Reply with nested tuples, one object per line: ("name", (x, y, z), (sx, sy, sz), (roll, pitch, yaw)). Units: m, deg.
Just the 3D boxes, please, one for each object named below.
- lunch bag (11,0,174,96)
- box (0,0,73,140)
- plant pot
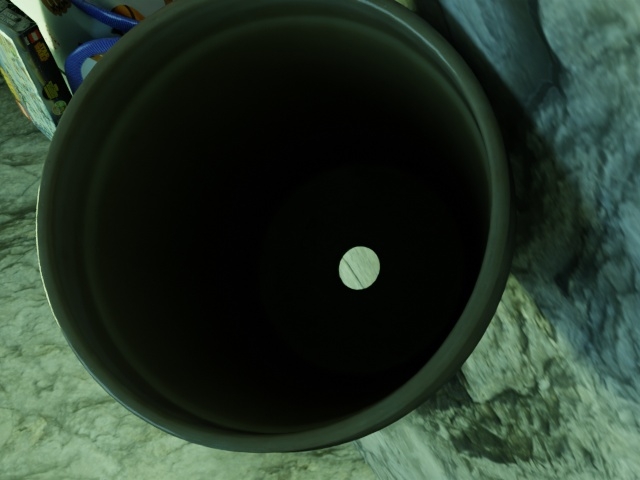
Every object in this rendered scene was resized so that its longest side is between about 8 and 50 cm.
("lunch bag", (-0.136, -0.177, 1.356), (0.385, 0.239, 0.328), (36, 161, 24))
("box", (-0.239, -0.139, 1.243), (0.094, 0.027, 0.137), (39, 159, 40))
("plant pot", (0.000, 0.000, 1.110), (0.323, 0.323, 0.280), (55, -172, 18))
